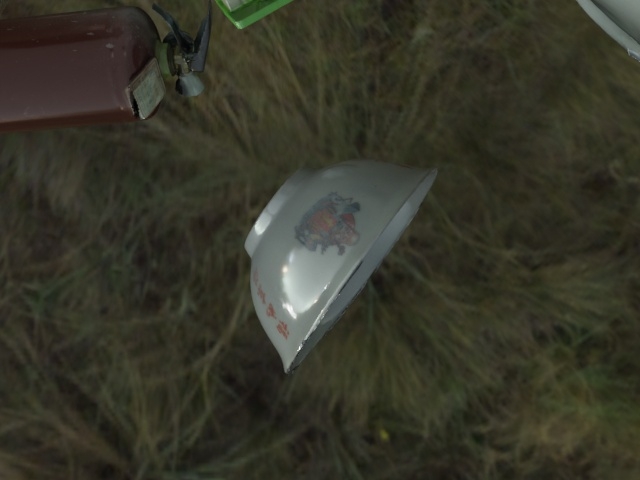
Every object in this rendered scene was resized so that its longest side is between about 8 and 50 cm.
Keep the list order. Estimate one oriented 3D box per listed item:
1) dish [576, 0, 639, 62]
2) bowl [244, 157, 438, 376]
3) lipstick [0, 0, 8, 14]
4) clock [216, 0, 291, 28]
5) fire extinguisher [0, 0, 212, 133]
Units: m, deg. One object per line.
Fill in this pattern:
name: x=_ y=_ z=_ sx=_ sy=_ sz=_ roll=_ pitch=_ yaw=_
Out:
dish: x=0.253 y=-0.189 z=0.811 sx=0.324 sy=0.324 sz=0.124 roll=22 pitch=131 yaw=-13
bowl: x=0.000 y=0.000 z=1.658 sx=0.157 sy=0.345 sz=0.345 roll=37 pitch=104 yaw=5
lipstick: x=-0.440 y=-0.242 z=1.464 sx=0.070 sy=0.254 sz=0.070 roll=4 pitch=132 yaw=4
clock: x=-0.060 y=-0.396 z=1.312 sx=0.220 sy=0.106 sz=0.255 roll=-31 pitch=125 yaw=-3
fire extinguisher: x=-0.211 y=-0.138 z=0.974 sx=0.269 sy=0.105 sz=0.104 roll=-4 pitch=111 yaw=6
